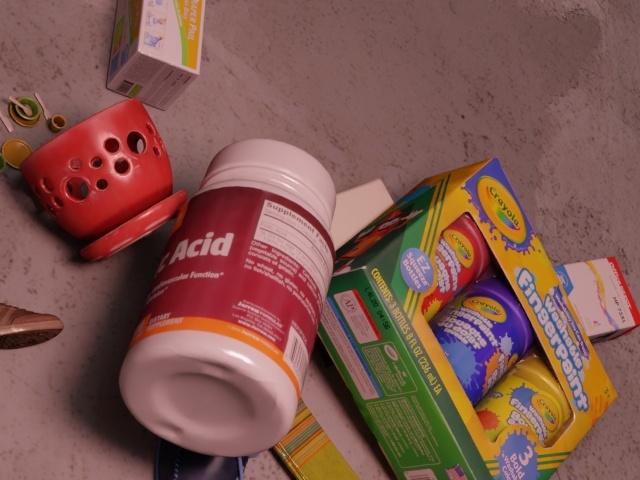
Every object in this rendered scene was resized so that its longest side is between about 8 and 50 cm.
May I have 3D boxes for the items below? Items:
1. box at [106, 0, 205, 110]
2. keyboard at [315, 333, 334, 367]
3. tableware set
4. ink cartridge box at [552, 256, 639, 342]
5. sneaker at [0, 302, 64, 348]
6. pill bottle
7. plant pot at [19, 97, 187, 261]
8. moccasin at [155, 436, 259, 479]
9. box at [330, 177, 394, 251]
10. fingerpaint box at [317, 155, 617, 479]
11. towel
[{"bbox_3d":[-0.247,-0.322,2.125,0.103,0.114,0.203,19,54,-27],"label":"box"},{"bbox_3d":[0.068,0.148,2.150,0.180,0.023,0.108,-16,75,-39],"label":"keyboard"},{"bbox_3d":[-0.427,-0.152,1.961,0.154,0.024,0.104,-27,83,-42],"label":"tableware set"},{"bbox_3d":[0.469,0.108,2.423,0.231,0.078,0.134,-8,71,-39],"label":"ink cartridge box"},{"bbox_3d":[-0.422,0.099,1.795,0.188,0.066,0.071,-3,67,-37],"label":"sneaker"},{"bbox_3d":[-0.105,0.063,1.819,0.224,0.224,0.392,32,44,-18],"label":"pill bottle"},{"bbox_3d":[-0.289,-0.078,1.914,0.191,0.191,0.174,-36,97,-42],"label":"plant pot"},{"bbox_3d":[-0.136,0.226,1.895,0.137,0.117,0.342,26,53,-22],"label":"moccasin"},{"bbox_3d":[0.000,0.000,2.136,0.275,0.094,0.113,-19,78,-41],"label":"box"},{"bbox_3d":[0.217,0.156,2.091,0.371,0.163,0.445,-37,104,-43],"label":"fingerpaint box"},{"bbox_3d":[0.011,0.333,1.996,0.237,0.021,0.102,53,38,1],"label":"towel"}]
